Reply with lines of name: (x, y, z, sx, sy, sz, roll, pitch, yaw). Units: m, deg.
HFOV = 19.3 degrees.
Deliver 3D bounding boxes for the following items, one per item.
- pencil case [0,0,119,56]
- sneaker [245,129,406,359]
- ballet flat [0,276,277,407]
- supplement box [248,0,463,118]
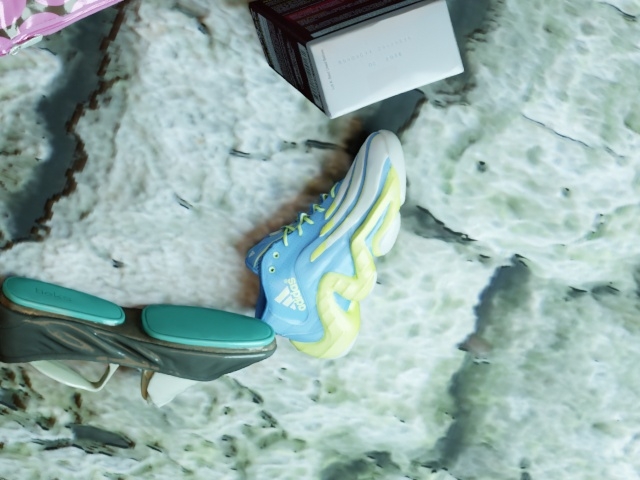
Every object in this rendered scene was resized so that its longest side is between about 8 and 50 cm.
pencil case: (-0.227, -0.242, 1.711, 0.209, 0.095, 0.098, -26, 77, -5)
sneaker: (0.000, 0.000, 1.837, 0.126, 0.091, 0.240, 11, 103, -17)
ballet flat: (-0.186, 0.103, 1.824, 0.280, 0.095, 0.096, 11, 112, -7)
supplement box: (0.028, -0.187, 1.711, 0.130, 0.239, 0.073, -20, 111, -8)
